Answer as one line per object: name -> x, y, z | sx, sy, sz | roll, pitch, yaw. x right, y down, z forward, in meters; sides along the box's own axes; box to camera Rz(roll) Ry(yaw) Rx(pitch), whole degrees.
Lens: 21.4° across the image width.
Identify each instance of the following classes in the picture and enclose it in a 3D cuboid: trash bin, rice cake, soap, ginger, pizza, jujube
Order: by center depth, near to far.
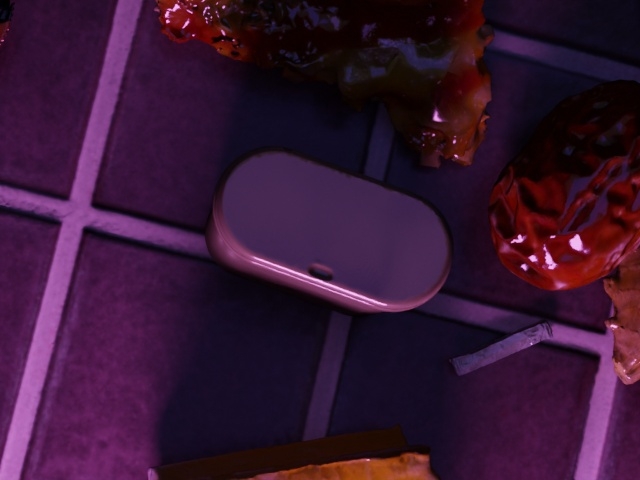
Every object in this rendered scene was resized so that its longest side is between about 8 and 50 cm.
soap -> -0.023, 0.337, 1.736 | 0.281, 0.143, 0.259 | -5, 102, -22
trash bin -> 0.000, 0.000, 1.750 | 0.243, 0.247, 0.121 | 20, 81, -5
pizza -> 0.076, -0.249, 1.798 | 0.440, 0.130, 0.406 | -32, 107, 17
jujube -> 0.293, -0.062, 1.839 | 0.174, 0.174, 0.250 | 37, 81, -3
rice cake -> 0.201, 0.119, 1.879 | 0.121, 0.021, 0.022 | -22, 97, -10
ginger -> 0.365, 0.054, 1.880 | 0.115, 0.081, 0.205 | 44, 69, -33

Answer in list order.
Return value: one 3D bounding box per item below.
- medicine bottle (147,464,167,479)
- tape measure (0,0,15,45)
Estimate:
medicine bottle -> -0.152, 0.283, 1.793 | 0.057, 0.057, 0.089 | -5, 86, -9
tape measure -> -0.425, -0.266, 1.775 | 0.202, 0.135, 0.222 | 9, 88, -16
